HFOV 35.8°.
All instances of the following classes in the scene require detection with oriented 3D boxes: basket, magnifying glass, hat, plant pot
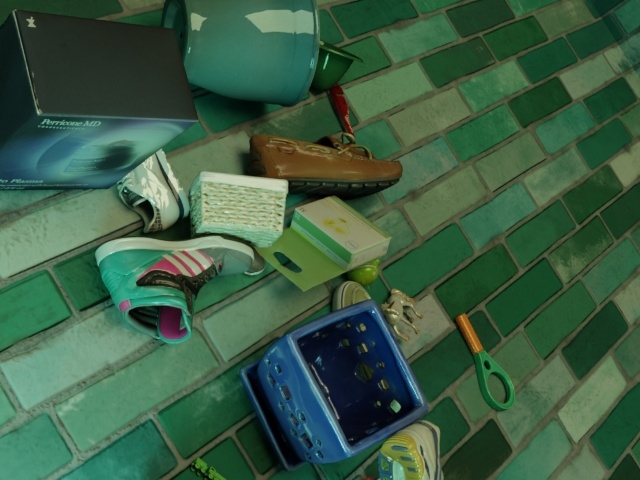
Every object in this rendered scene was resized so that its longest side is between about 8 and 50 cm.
[{"bbox_3d":[-0.150,-0.053,1.798,0.167,0.113,0.103,5,72,-18],"label":"basket"},{"bbox_3d":[0.363,0.270,2.203,0.092,0.026,0.231,-21,80,-45],"label":"magnifying glass"},{"bbox_3d":[-0.010,-0.352,2.238,0.173,0.184,0.208,7,20,-45],"label":"hat"},{"bbox_3d":[0.010,0.267,1.762,0.236,0.212,0.236,-19,80,-46],"label":"plant pot"},{"bbox_3d":[-0.174,-0.407,1.972,0.255,0.271,0.272,-1,67,-26],"label":"plant pot"}]

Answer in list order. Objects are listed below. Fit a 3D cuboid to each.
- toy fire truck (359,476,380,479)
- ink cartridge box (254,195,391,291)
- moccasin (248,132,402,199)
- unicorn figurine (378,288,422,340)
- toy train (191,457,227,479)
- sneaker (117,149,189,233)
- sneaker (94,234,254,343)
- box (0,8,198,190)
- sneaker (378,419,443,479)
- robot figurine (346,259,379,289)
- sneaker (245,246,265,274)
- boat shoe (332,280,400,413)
[{"bbox_3d":[0.109,0.510,1.827,0.192,0.047,0.135,23,53,-31],"label":"toy fire truck"},{"bbox_3d":[0.000,0.000,1.956,0.235,0.056,0.171,-20,47,-43],"label":"ink cartridge box"},{"bbox_3d":[0.014,-0.164,2.083,0.380,0.139,0.147,0,75,-31],"label":"moccasin"},{"bbox_3d":[0.161,0.151,2.064,0.111,0.060,0.162,45,12,-15],"label":"unicorn figurine"},{"bbox_3d":[-0.182,0.395,1.663,0.083,0.017,0.024,42,35,-16],"label":"toy train"},{"bbox_3d":[-0.331,-0.126,1.789,0.095,0.090,0.235,-31,87,-37],"label":"sneaker"},{"bbox_3d":[-0.232,0.087,1.716,0.295,0.124,0.178,-1,62,-33],"label":"sneaker"},{"bbox_3d":[-0.411,-0.211,1.600,0.296,0.294,0.183,-5,72,-45],"label":"box"},{"bbox_3d":[0.171,0.454,1.713,0.131,0.112,0.296,-26,124,-53],"label":"sneaker"},{"bbox_3d":[0.082,0.043,2.058,0.101,0.067,0.115,36,39,-61],"label":"robot figurine"},{"bbox_3d":[-0.159,0.001,1.874,0.158,0.065,0.061,43,44,-12],"label":"sneaker"},{"bbox_3d":[0.114,0.215,1.967,0.109,0.094,0.302,-6,70,-43],"label":"boat shoe"}]
